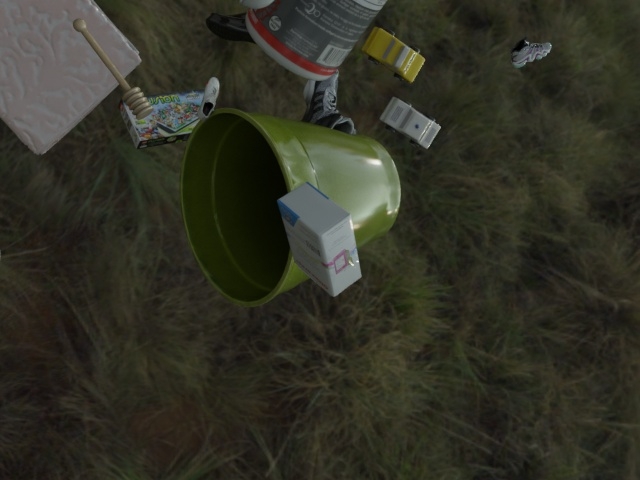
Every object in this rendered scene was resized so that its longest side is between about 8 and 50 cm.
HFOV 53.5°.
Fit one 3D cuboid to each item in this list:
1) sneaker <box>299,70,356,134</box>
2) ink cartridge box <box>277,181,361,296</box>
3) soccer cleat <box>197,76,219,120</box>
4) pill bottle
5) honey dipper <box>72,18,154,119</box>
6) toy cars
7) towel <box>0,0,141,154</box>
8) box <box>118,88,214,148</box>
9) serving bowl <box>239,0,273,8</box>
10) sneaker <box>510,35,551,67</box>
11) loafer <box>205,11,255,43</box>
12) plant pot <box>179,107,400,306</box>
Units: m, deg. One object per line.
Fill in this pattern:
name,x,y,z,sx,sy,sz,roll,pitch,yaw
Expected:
sneaker,0.027,-0.321,1.599,0.101,0.153,0.269,34,71,-48
ink cartridge box,0.000,0.000,0.806,0.052,0.088,0.122,-34,141,-20
soccer cleat,-0.200,-0.256,1.148,0.029,0.035,0.083,23,83,-29
pill bottle,0.033,-0.500,1.182,0.210,0.363,0.210,28,33,-20
honey dipper,-0.292,-0.243,0.888,0.030,0.030,0.161,-38,95,-34
toy cars,0.248,-0.435,1.852,0.176,0.087,0.394,-21,113,-7
towel,-0.588,-0.398,1.306,0.317,0.053,0.332,-38,104,8
box,-0.341,-0.280,1.448,0.207,0.036,0.114,-18,76,-36
serving bowl,-0.034,-0.218,0.500,0.027,0.083,0.083,24,66,-18
sneaker,0.488,-0.451,1.478,0.069,0.098,0.038,58,6,-45
loafer,-0.222,-0.622,1.840,0.220,0.080,0.078,9,81,-20
plant pot,-0.035,-0.087,1.280,0.353,0.366,0.367,-13,87,-40
